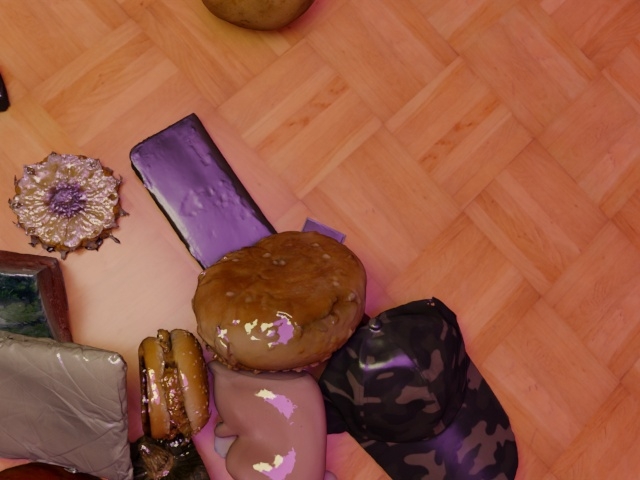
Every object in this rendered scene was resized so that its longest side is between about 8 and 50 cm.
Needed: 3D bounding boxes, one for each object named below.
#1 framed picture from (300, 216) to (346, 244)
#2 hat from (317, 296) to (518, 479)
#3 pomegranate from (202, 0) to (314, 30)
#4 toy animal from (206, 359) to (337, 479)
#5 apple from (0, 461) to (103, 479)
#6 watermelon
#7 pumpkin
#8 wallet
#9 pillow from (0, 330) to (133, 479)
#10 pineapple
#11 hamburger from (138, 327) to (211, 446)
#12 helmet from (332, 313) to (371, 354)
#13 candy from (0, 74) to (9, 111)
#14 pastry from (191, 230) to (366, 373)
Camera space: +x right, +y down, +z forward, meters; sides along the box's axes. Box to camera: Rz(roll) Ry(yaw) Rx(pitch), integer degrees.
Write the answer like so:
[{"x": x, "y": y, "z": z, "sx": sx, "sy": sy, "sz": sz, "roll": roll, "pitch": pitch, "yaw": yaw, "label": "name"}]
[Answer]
[{"x": 0.000, "y": 0.000, "z": 1.228, "sx": 0.089, "sy": 0.006, "sz": 0.066, "roll": 24, "pitch": 77, "yaw": -6, "label": "framed picture"}, {"x": 0.212, "y": 0.316, "z": 1.127, "sx": 0.366, "sy": 0.257, "sz": 0.381, "roll": -42, "pitch": 71, "yaw": -13, "label": "hat"}, {"x": -0.121, "y": -0.540, "z": 1.182, "sx": 0.260, "sy": 0.260, "sz": 0.261, "roll": 2, "pitch": 80, "yaw": -11, "label": "pomegranate"}, {"x": -0.092, "y": 0.336, "z": 1.061, "sx": 0.212, "sy": 0.195, "sz": 0.257, "roll": -3, "pitch": 88, "yaw": 26, "label": "toy animal"}, {"x": -0.462, "y": 0.504, "z": 0.991, "sx": 0.346, "sy": 0.254, "sz": 0.179, "roll": 31, "pitch": 119, "yaw": -4, "label": "apple"}, {"x": -0.518, "y": 0.080, "z": 1.025, "sx": 0.212, "sy": 0.262, "sz": 0.201, "roll": 8, "pitch": 51, "yaw": -7, "label": "watermelon"}, {"x": -0.250, "y": 0.435, "z": 1.044, "sx": 0.130, "sy": 0.126, "sz": 0.248, "roll": -23, "pitch": 85, "yaw": -16, "label": "pumpkin"}, {"x": -0.223, "y": -0.079, "z": 1.177, "sx": 0.165, "sy": 0.042, "sz": 0.310, "roll": -35, "pitch": 92, "yaw": -14, "label": "wallet"}, {"x": -0.434, "y": 0.262, "z": 0.977, "sx": 0.280, "sy": 0.076, "sz": 0.275, "roll": 9, "pitch": 119, "yaw": 6, "label": "pillow"}, {"x": -0.461, "y": -0.067, "z": 1.126, "sx": 0.221, "sy": 0.047, "sz": 0.221, "roll": 2, "pitch": 80, "yaw": -12, "label": "pineapple"}, {"x": -0.251, "y": 0.241, "z": 1.047, "sx": 0.117, "sy": 0.191, "sz": 0.182, "roll": -4, "pitch": 101, "yaw": -19, "label": "hamburger"}, {"x": 0.048, "y": 0.188, "z": 1.179, "sx": 0.111, "sy": 0.057, "sz": 0.089, "roll": -24, "pitch": 44, "yaw": -19, "label": "helmet"}, {"x": -0.731, "y": -0.247, "z": 1.093, "sx": 0.312, "sy": 0.061, "sz": 0.088, "roll": -17, "pitch": 86, "yaw": -13, "label": "candy"}, {"x": -0.068, "y": 0.122, "z": 1.077, "sx": 0.315, "sy": 0.284, "sz": 0.184, "roll": -28, "pitch": 132, "yaw": -33, "label": "pastry"}]
